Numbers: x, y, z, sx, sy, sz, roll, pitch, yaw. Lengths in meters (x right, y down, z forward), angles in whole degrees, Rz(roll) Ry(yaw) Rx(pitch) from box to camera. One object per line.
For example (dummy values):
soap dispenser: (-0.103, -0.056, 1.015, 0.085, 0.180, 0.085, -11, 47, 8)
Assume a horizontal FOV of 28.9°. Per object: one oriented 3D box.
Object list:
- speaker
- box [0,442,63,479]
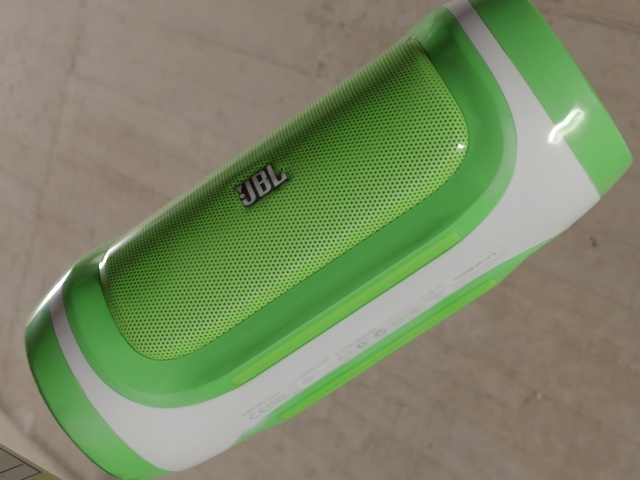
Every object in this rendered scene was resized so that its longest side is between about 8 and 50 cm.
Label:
speaker: (0.000, 0.000, 0.622, 0.297, 0.131, 0.131, -34, -126, 10)
box: (-0.248, 0.295, 0.957, 0.243, 0.117, 0.213, 20, -67, 36)
